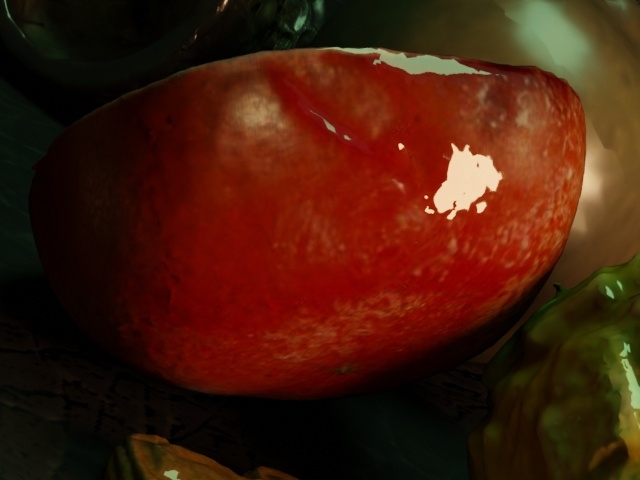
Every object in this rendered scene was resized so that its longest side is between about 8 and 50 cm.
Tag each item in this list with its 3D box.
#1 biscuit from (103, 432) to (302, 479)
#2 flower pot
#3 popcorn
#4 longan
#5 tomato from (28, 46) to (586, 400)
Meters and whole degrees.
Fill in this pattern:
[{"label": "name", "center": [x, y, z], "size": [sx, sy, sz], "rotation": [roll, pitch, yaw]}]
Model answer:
[{"label": "biscuit", "center": [0.014, 0.183, 0.732], "size": [0.290, 0.041, 0.208], "rotation": [36, 15, 11]}, {"label": "flower pot", "center": [-0.128, -0.224, 1.337], "size": [0.266, 0.266, 0.267], "rotation": [39, 5, 23]}, {"label": "popcorn", "center": [0.211, 0.132, 0.851], "size": [0.282, 0.282, 0.247], "rotation": [3, 69, -60]}, {"label": "longan", "center": [0.142, -0.064, 1.185], "size": [0.361, 0.361, 0.361], "rotation": [29, 16, -9]}, {"label": "tomato", "center": [0.000, 0.012, 0.858], "size": [0.338, 0.338, 0.144], "rotation": [13, 62, -50]}]
